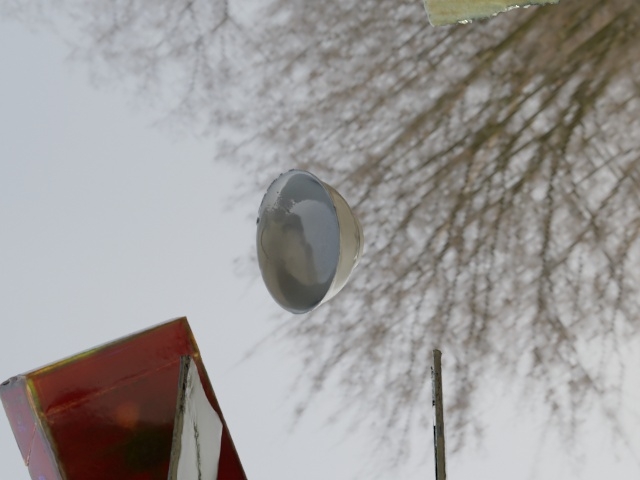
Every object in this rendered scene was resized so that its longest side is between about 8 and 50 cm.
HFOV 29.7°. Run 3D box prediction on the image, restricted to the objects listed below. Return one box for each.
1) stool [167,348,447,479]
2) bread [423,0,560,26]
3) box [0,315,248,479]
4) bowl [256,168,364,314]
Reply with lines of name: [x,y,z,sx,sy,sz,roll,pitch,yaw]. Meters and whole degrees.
stool: [-0.005,0.253,1.085,0.170,0.244,0.269,80,-171,-56]
bread: [0.115,-0.185,0.657,0.036,0.193,0.112,-34,-71,-33]
box: [-0.181,0.256,1.247,0.197,0.089,0.313,-20,-91,-36]
bowl: [0.000,0.000,1.580,0.086,0.189,0.189,-1,-124,-38]
